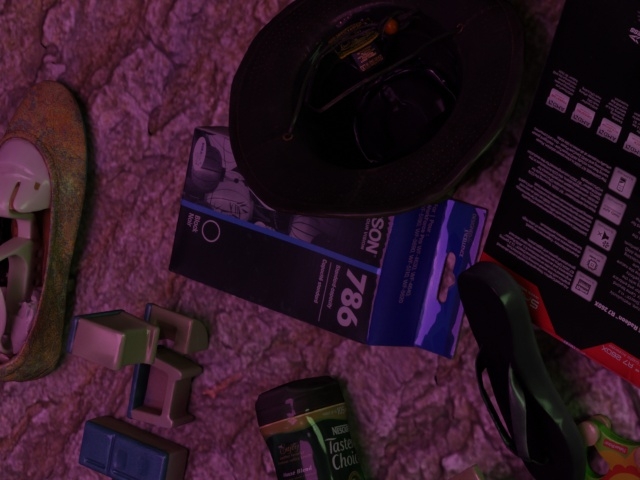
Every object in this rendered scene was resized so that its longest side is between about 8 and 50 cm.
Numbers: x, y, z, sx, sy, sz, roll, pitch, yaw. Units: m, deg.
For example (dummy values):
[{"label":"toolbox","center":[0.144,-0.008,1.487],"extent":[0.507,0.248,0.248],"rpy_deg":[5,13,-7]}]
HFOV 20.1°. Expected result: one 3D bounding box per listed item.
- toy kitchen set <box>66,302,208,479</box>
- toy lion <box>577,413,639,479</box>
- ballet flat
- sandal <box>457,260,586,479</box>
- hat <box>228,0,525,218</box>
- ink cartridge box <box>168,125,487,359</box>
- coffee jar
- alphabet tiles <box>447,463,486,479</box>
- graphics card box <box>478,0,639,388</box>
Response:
[{"label":"toy kitchen set","center":[-0.229,0.171,1.954],"extent":[0.122,0.166,0.207],"rpy_deg":[18,103,30]},{"label":"toy lion","center":[0.284,0.225,1.713],"extent":[0.100,0.034,0.096],"rpy_deg":[22,113,30]},{"label":"ballet flat","center":[-0.337,-0.006,2.040],"extent":[0.123,0.123,0.348],"rpy_deg":[13,101,31]},{"label":"sandal","center":[0.177,0.137,1.700],"extent":[0.097,0.054,0.254],"rpy_deg":[14,133,58]},{"label":"hat","center":[0.069,-0.116,1.732],"extent":[0.331,0.134,0.331],"rpy_deg":[-16,48,19]},{"label":"ink cartridge box","center":[0.000,0.000,1.856],"extent":[0.333,0.065,0.165],"rpy_deg":[18,103,29]},{"label":"coffee jar","center":[-0.003,0.233,1.856],"extent":[0.079,0.096,0.184],"rpy_deg":[-20,84,35]},{"label":"alphabet tiles","center":[0.169,0.397,1.715],"extent":[0.285,0.011,0.342],"rpy_deg":[-37,76,38]},{"label":"graphics card box","center":[0.292,-0.066,1.597],"extent":[0.233,0.094,0.371],"rpy_deg":[32,126,27]}]
